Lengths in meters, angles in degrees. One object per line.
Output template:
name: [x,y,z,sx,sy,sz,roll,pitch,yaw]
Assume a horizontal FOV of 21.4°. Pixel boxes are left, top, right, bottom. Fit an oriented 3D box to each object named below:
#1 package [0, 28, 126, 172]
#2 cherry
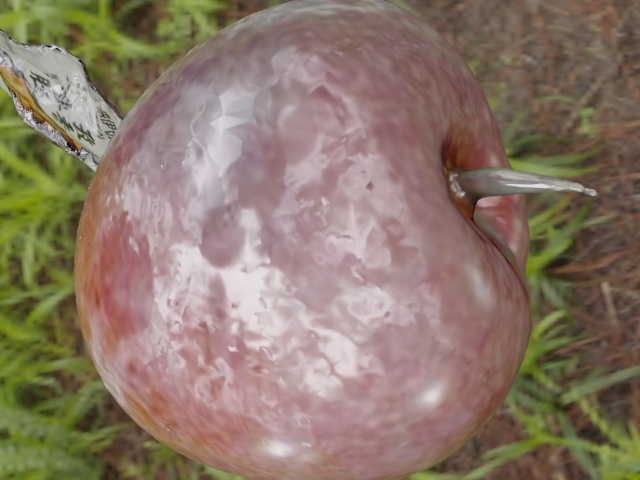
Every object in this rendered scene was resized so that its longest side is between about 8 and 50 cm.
package: [-0.171,-0.092,1.100,0.239,0.154,0.030,35,75,30]
cherry: [0.000,0.000,0.828,0.285,0.213,0.236,-13,51,32]
